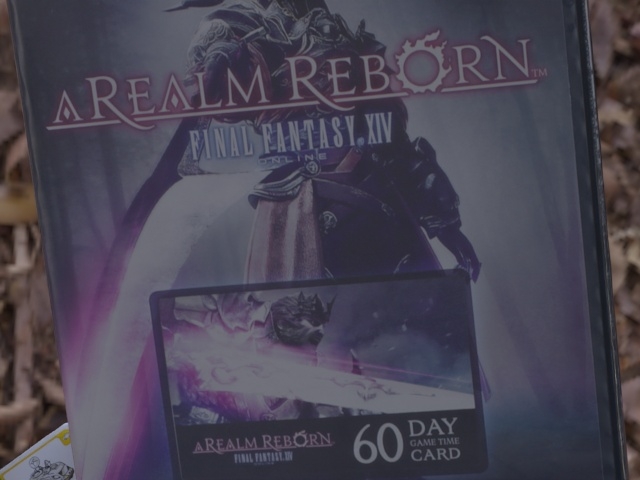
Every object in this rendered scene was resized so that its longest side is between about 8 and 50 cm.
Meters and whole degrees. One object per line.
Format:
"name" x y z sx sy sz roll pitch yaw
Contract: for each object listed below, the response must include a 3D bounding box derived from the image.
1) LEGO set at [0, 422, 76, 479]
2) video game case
"LEGO set" -0.023 0.122 0.746 0.244 0.060 0.182 -37 93 -14
"video game case" 0.000 0.000 0.576 0.196 0.274 0.026 -5 12 11
